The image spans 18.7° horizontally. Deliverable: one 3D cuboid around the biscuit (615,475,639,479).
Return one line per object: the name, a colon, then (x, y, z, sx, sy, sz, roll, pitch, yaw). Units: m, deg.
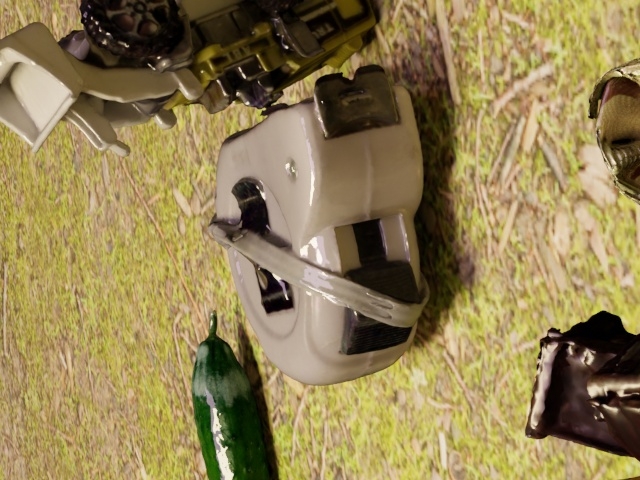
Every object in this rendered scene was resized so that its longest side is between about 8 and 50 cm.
biscuit: (0.210, 0.185, 0.824, 0.287, 0.057, 0.343, 21, 135, 18)

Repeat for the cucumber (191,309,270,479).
cucumber: (-0.071, 0.182, 1.604, 0.056, 0.056, 0.250, -13, 89, 65)

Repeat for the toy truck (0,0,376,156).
toy truck: (-0.095, -0.125, 1.292, 0.111, 0.286, 0.136, 63, 153, 6)

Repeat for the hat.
hat: (0.183, -0.060, 0.993, 0.076, 0.059, 0.077, -13, 98, 31)

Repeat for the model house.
model house: (0.187, 0.094, 0.918, 0.203, 0.164, 0.141, 172, 95, -67)

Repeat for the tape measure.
tape measure: (0.000, 0.000, 1.330, 0.236, 0.120, 0.197, 162, 94, -68)
